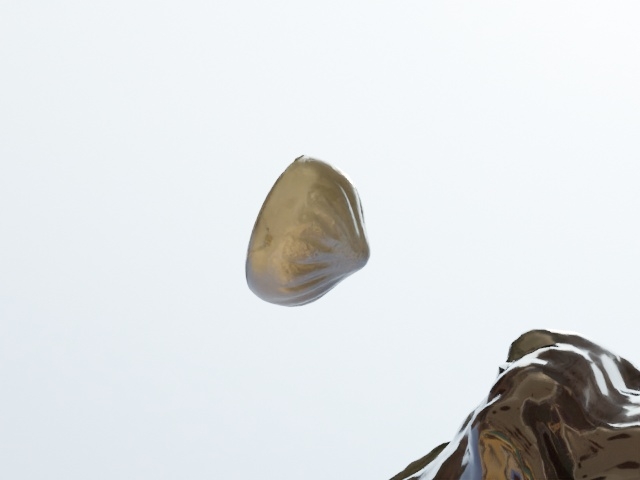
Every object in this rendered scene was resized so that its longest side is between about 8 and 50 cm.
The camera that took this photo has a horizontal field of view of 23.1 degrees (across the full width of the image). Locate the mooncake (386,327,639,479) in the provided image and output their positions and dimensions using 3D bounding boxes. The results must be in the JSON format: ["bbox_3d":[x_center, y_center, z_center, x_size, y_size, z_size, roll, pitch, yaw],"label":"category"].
[{"bbox_3d":[0.154,0.276,1.148,0.350,0.381,0.212,40,-165,8],"label":"mooncake"}]

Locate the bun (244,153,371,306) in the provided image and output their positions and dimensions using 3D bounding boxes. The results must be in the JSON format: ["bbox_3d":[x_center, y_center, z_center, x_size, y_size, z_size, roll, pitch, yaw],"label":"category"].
[{"bbox_3d":[0.000,0.000,1.371,0.094,0.138,0.138,22,-134,14],"label":"bun"}]
